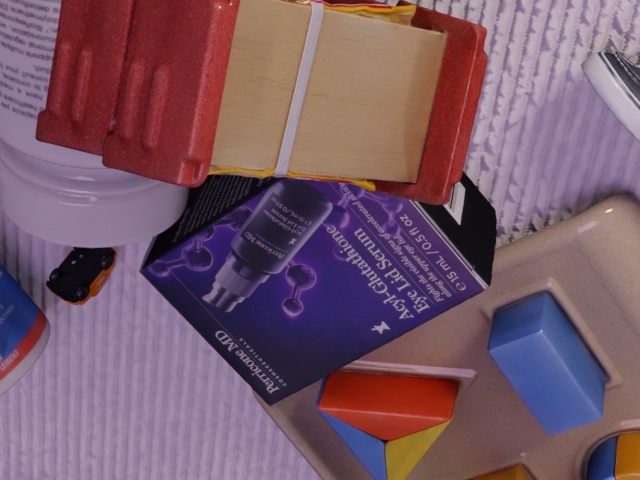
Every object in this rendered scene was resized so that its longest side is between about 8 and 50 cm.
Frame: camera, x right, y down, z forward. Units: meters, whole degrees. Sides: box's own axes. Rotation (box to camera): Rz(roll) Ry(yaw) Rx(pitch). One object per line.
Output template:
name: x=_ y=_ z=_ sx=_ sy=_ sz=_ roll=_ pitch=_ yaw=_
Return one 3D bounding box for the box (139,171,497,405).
box: x=0.000 y=0.000 z=0.956 sx=0.207 sy=0.108 sz=0.153 roll=-33 pitch=112 yaw=27

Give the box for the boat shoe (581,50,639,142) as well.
boat shoe: x=0.263 y=-0.084 z=0.882 sx=0.183 sy=0.065 sz=0.083 roll=37 pitch=113 yaw=-16

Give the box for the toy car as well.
toy car: x=-0.151 y=0.037 z=1.044 sx=0.122 sy=0.060 sz=0.040 roll=13 pitch=156 yaw=10

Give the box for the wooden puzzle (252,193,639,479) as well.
wooden puzzle: x=0.162 y=0.161 z=1.046 sx=0.347 sy=0.080 sz=0.322 roll=-26 pitch=114 yaw=25

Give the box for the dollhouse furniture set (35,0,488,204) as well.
dollhouse furniture set: x=-0.003 y=-0.212 z=0.721 sx=0.152 sy=0.201 sz=0.374 roll=22 pitch=103 yaw=46

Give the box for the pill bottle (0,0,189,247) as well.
pill bottle: x=-0.146 y=-0.147 z=0.857 sx=0.160 sy=0.160 sz=0.283 roll=11 pitch=124 yaw=4

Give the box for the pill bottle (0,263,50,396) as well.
pill bottle: x=-0.324 y=0.027 z=1.027 sx=0.124 sy=0.124 sz=0.221 roll=-26 pitch=115 yaw=25
